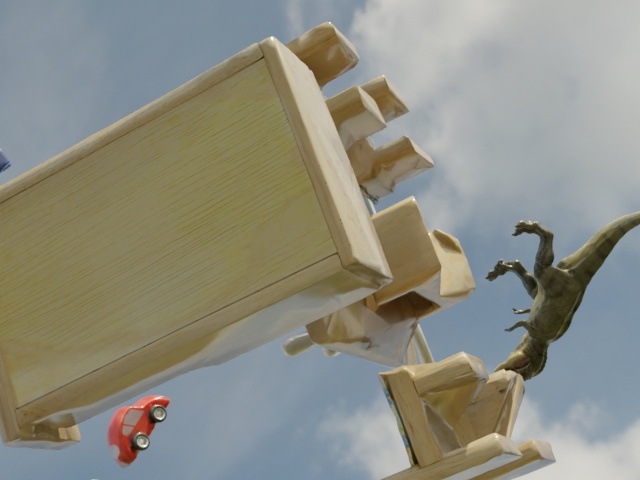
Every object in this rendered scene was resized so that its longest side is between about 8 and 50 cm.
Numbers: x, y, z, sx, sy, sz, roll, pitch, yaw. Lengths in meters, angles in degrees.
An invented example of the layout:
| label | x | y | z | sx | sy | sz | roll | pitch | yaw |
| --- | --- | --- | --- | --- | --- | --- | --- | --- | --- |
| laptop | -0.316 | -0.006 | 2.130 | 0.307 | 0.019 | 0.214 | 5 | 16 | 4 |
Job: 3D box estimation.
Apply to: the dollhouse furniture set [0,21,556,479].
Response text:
| label | x | y | z | sx | sy | sz | roll | pitch | yaw |
| --- | --- | --- | --- | --- | --- | --- | --- | --- | --- |
| dollhouse furniture set | -0.040 | 0.040 | 0.841 | 0.256 | 0.362 | 0.394 | -26 | -20 | 15 |

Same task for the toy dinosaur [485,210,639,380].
| label | x | y | z | sx | sy | sz | roll | pitch | yaw |
| --- | --- | --- | --- | --- | --- | --- | --- | --- | --- |
| toy dinosaur | 0.259 | 0.042 | 1.257 | 0.064 | 0.118 | 0.268 | -18 | -37 | -58 |

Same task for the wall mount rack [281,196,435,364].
| label | x | y | z | sx | sy | sz | roll | pitch | yaw |
| --- | --- | --- | --- | --- | --- | --- | --- | --- | --- |
| wall mount rack | 0.000 | 0.000 | 1.114 | 0.130 | 0.304 | 0.350 | -23 | -100 | 1 |

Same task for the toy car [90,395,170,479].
| label | x | y | z | sx | sy | sz | roll | pitch | yaw |
| --- | --- | --- | --- | --- | --- | --- | --- | --- | --- |
| toy car | -0.258 | 0.286 | 1.263 | 0.053 | 0.225 | 0.239 | 36 | -91 | -10 |

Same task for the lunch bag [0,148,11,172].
| label | x | y | z | sx | sy | sz | roll | pitch | yaw |
| --- | --- | --- | --- | --- | --- | --- | --- | --- | --- |
| lunch bag | -0.278 | -0.052 | 0.824 | 0.065 | 0.098 | 0.067 | 54 | -128 | -20 |
